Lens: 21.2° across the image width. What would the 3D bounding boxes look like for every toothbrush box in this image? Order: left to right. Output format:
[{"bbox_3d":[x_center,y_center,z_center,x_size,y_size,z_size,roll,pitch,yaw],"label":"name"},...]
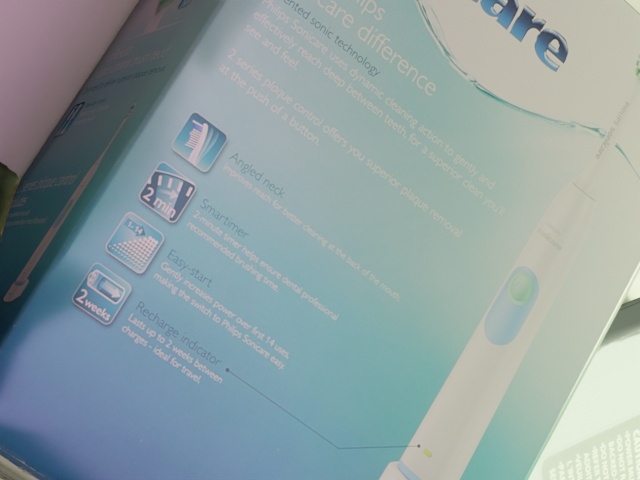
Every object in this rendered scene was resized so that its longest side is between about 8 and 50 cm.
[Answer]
[{"bbox_3d":[0.000,0.000,0.699,0.216,0.126,0.295,36,75,-22],"label":"toothbrush box"}]

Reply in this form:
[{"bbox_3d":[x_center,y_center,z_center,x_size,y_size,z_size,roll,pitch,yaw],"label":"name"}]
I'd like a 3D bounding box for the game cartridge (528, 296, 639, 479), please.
[{"bbox_3d":[0.154,0.186,0.915,0.198,0.062,0.297,-19,108,-39],"label":"game cartridge"}]

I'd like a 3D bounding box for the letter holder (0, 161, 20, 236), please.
[{"bbox_3d":[-0.283,-0.016,0.507,0.302,0.214,0.152,42,39,-33],"label":"letter holder"}]
